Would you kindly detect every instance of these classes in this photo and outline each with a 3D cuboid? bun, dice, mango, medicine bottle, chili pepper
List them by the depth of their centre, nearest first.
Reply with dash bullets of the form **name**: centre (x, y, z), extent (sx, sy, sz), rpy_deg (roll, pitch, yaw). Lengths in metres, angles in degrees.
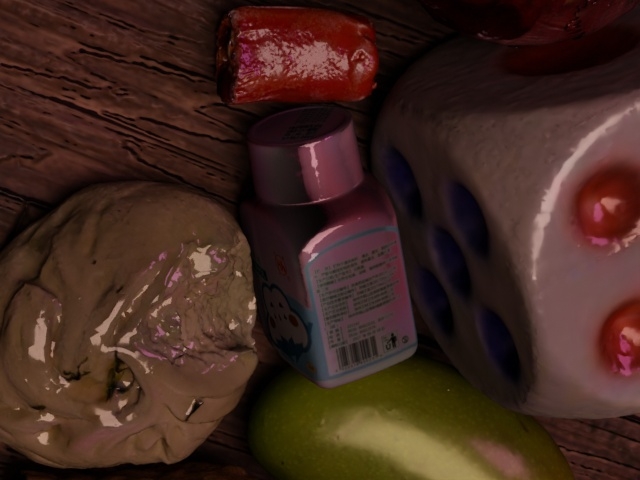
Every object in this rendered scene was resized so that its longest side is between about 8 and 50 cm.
- **bun**: centre (-0.141, 0.072, 1.221), extent (0.237, 0.116, 0.210), rpy_deg (-48, 119, 2)
- **chili pepper**: centre (-0.015, -0.132, 1.222), extent (0.123, 0.073, 0.070), rpy_deg (-1, 152, -19)
- **medicine bottle**: centre (0.000, 0.000, 1.246), extent (0.094, 0.119, 0.188), rpy_deg (-20, 116, -19)
- **dice**: centre (0.206, -0.029, 1.251), extent (0.259, 0.243, 0.251), rpy_deg (-23, 117, -15)
- **mango**: centre (0.080, 0.182, 1.342), extent (0.293, 0.143, 0.175), rpy_deg (31, 103, -18)

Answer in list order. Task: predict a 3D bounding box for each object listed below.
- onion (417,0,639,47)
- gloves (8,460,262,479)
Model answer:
- **onion**: centre (0.159, -0.256, 1.157), extent (0.252, 0.219, 0.252), rpy_deg (-3, 103, -16)
- **gloves**: centre (-0.074, 0.256, 1.270), extent (0.356, 0.203, 0.155), rpy_deg (22, 97, -20)
